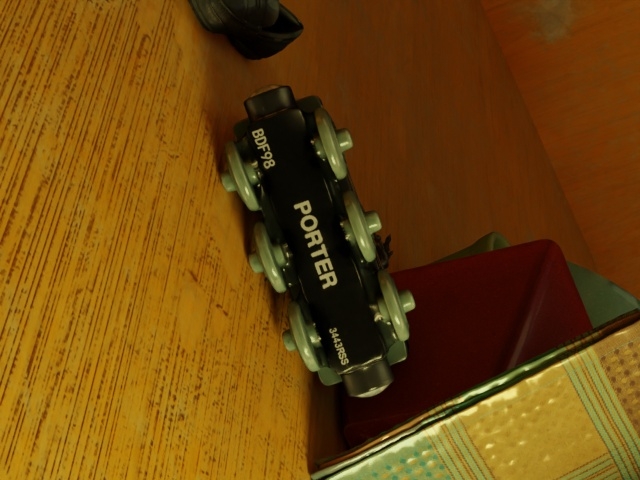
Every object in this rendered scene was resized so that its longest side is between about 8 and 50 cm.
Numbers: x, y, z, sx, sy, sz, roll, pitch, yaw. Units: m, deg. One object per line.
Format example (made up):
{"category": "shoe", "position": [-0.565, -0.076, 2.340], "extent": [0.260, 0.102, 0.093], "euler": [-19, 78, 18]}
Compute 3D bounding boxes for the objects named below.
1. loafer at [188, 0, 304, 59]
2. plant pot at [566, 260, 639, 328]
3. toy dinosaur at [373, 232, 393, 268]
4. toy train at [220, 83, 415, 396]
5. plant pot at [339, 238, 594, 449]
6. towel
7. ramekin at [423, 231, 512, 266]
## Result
{"category": "loafer", "position": [-0.085, -0.259, 1.782], "extent": [0.223, 0.078, 0.076], "euler": [29, 44, -67]}
{"category": "plant pot", "position": [0.344, 0.169, 2.447], "extent": [0.195, 0.290, 0.290], "euler": [-62, 145, -17]}
{"category": "toy dinosaur", "position": [0.086, 0.064, 2.020], "extent": [0.268, 0.064, 0.118], "euler": [63, 32, -29]}
{"category": "toy train", "position": [0.000, 0.000, 1.697], "extent": [0.190, 0.142, 0.334], "euler": [-18, 87, -86]}
{"category": "plant pot", "position": [0.164, 0.192, 1.822], "extent": [0.267, 0.267, 0.235], "euler": [64, 30, -23]}
{"category": "towel", "position": [0.206, 0.250, 1.672], "extent": [0.271, 0.370, 0.040], "euler": [62, 2, -29]}
{"category": "ramekin", "position": [0.214, 0.153, 2.177], "extent": [0.303, 0.148, 0.303], "euler": [-19, 90, -74]}
